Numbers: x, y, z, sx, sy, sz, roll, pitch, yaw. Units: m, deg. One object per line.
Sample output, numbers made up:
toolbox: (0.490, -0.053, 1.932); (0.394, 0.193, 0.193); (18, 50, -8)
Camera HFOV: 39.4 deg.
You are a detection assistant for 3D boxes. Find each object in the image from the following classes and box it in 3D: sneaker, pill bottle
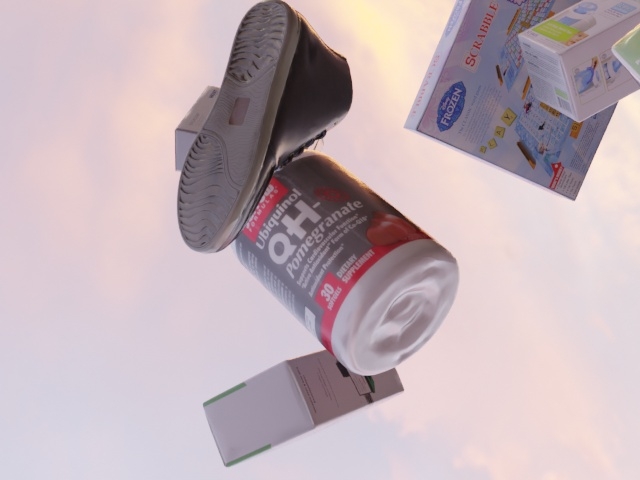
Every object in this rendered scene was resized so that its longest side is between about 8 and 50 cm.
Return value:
sneaker: (-0.038, -0.083, 0.780); (0.083, 0.222, 0.118); (20, 179, 39)
pill bottle: (0.000, 0.000, 1.078); (0.176, 0.176, 0.318); (11, -156, -50)

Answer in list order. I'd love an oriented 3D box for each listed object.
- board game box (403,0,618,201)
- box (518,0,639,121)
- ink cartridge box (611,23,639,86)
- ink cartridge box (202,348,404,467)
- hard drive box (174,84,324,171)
board game box: (0.339, -0.268, 1.461); (0.317, 0.319, 0.066); (22, -176, -18)
box: (0.385, -0.260, 1.182); (0.103, 0.203, 0.114); (64, 176, -31)
ink cartridge box: (0.214, -0.082, 0.496); (0.171, 0.056, 0.235); (30, -155, -45)
ink cartridge box: (-0.017, 0.205, 1.167); (0.219, 0.160, 0.093); (-7, -110, -56)
hard drive box: (-0.120, -0.183, 1.594); (0.232, 0.089, 0.181); (12, -143, 8)
